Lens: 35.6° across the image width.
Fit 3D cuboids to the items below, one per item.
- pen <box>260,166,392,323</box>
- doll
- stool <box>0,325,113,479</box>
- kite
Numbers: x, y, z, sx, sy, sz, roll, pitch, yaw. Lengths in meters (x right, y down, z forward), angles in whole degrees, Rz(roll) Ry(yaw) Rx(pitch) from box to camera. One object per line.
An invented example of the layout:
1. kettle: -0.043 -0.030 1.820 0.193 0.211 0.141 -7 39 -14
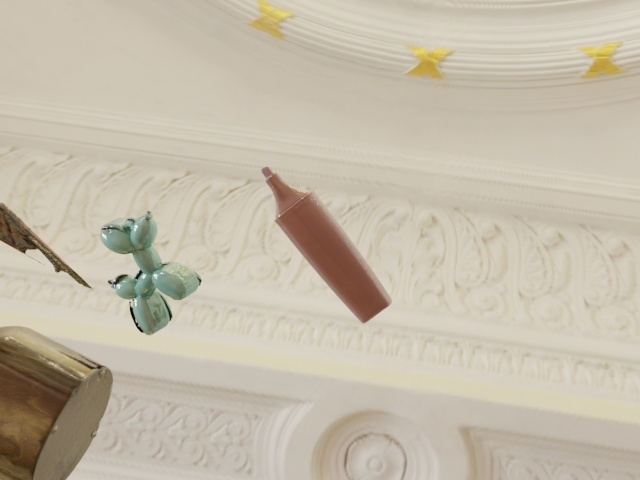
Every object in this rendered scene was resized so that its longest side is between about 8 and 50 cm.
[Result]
1. pen: 0.000 0.000 1.056 0.053 0.032 0.197 -36 -85 12
2. doll: -0.245 0.035 1.389 0.158 0.059 0.159 41 -53 9
3. stool: -0.414 0.182 1.237 0.264 0.179 0.179 25 -78 10
4. kite: -0.236 -0.035 0.605 0.241 0.183 0.014 30 -109 -17
